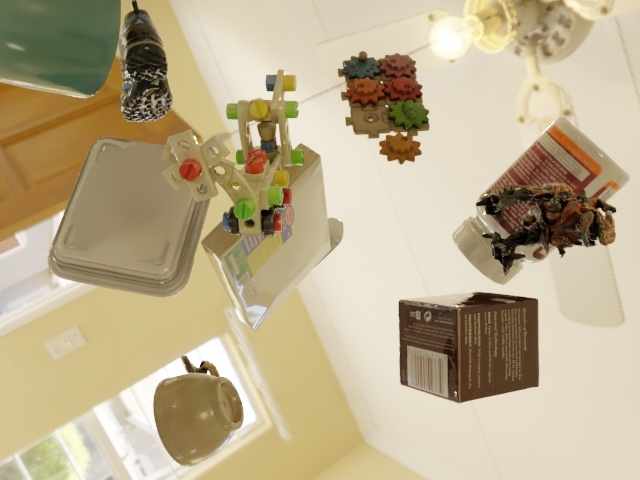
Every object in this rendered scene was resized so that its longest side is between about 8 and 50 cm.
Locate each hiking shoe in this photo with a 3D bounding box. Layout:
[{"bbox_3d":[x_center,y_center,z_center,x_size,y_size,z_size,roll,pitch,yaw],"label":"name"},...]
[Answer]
[{"bbox_3d":[-0.374,-0.364,1.430,0.304,0.113,0.132,131,-50,-62],"label":"hiking shoe"}]

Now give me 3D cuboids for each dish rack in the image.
[{"bbox_3d":[-0.379,-0.066,1.352,0.286,0.332,0.072,10,-26,2],"label":"dish rack"}]

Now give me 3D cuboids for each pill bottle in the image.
[{"bbox_3d":[0.525,-0.087,1.635,0.392,0.224,0.224,-48,-113,21],"label":"pill bottle"}]

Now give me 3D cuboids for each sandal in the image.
[{"bbox_3d":[-0.255,0.316,1.537,0.090,0.060,0.219,47,-8,42],"label":"sandal"}]

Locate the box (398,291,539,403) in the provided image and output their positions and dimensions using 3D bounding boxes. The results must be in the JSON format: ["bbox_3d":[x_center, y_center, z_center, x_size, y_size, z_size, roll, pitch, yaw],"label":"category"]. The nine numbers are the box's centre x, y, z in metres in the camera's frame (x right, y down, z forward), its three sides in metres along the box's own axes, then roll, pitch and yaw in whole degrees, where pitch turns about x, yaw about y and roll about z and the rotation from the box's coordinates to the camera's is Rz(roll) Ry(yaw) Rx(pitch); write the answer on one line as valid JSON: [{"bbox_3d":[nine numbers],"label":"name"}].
[{"bbox_3d":[0.272,0.188,1.235,0.169,0.203,0.166,1,-87,58],"label":"box"}]

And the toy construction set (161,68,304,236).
[{"bbox_3d":[-0.112,-0.131,1.063,0.151,0.327,0.214,9,-61,19],"label":"toy construction set"}]

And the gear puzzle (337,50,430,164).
[{"bbox_3d":[0.135,-0.284,1.384,0.044,0.176,0.338,90,-5,-52],"label":"gear puzzle"}]

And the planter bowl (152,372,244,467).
[{"bbox_3d":[-0.203,0.302,1.178,0.162,0.109,0.162,-23,90,-78],"label":"planter bowl"}]

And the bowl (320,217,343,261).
[{"bbox_3d":[0.000,0.000,1.899,0.053,0.142,0.142,38,24,-18],"label":"bowl"}]

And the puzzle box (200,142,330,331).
[{"bbox_3d":[-0.091,0.010,1.365,0.052,0.272,0.409,37,-19,19],"label":"puzzle box"}]

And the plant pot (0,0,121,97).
[{"bbox_3d":[-0.513,-0.397,1.131,0.293,0.235,0.292,6,-81,46],"label":"plant pot"}]

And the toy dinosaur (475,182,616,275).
[{"bbox_3d":[0.432,-0.043,1.292,0.322,0.219,0.164,-167,-121,-87],"label":"toy dinosaur"}]
